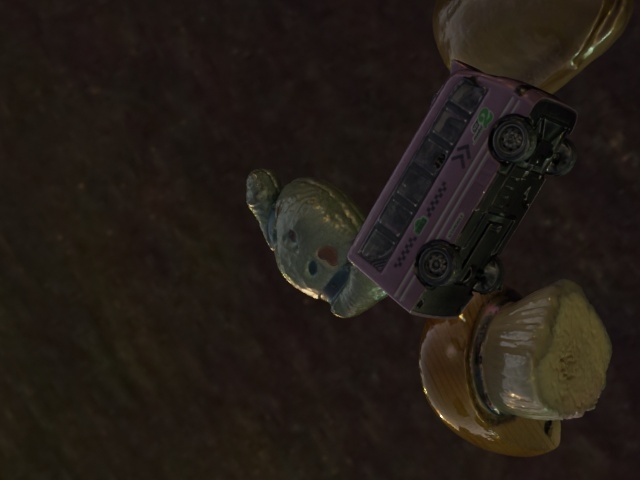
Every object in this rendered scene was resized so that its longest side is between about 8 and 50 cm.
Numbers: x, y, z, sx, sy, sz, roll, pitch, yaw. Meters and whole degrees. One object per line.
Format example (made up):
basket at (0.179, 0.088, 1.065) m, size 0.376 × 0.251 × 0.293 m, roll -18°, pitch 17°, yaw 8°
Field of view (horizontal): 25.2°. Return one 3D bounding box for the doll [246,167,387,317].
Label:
doll at (0.000, 0.000, 1.340) m, size 0.214 × 0.071 × 0.103 m, roll 39°, pitch 127°, yaw 39°

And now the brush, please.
brush at (0.241, 0.161, 1.634) m, size 0.166 × 0.174 × 0.266 m, roll 2°, pitch 141°, yaw 38°

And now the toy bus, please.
toy bus at (0.113, -0.041, 1.137) m, size 0.108 × 0.096 × 0.199 m, roll 37°, pitch 104°, yaw 31°

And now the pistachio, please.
pistachio at (0.225, -0.248, 1.465) m, size 0.260 × 0.163 × 0.212 m, roll -24°, pitch 65°, yaw 54°
